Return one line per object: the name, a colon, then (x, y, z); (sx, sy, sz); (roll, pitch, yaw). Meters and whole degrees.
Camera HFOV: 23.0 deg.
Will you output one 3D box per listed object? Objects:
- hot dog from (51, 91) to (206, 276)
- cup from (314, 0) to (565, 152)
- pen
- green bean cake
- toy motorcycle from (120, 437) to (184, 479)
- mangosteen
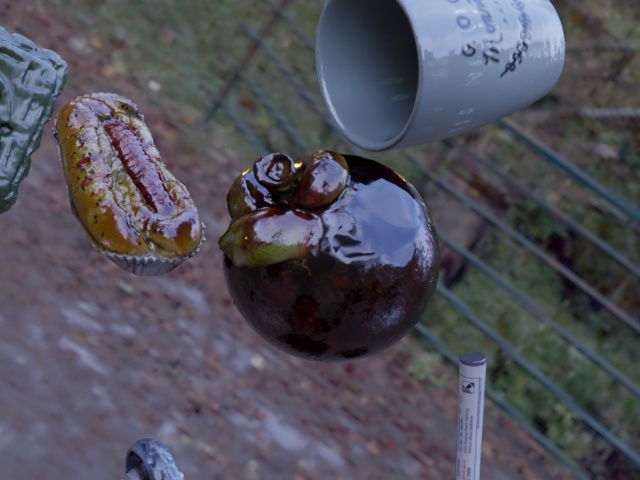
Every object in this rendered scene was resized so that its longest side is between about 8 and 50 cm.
hot dog: (-0.216, -0.066, 1.715); (0.131, 0.069, 0.252); (-11, 54, -27)
cup: (0.125, -0.238, 1.711); (0.234, 0.186, 0.258); (-13, 76, -35)
pen: (0.136, 0.196, 1.448); (0.025, 0.204, 0.025); (0, 24, 0)
green bean cake: (-0.362, -0.132, 1.542); (0.185, 0.183, 0.094); (27, -11, -21)
toy motorcycle: (-0.141, 0.339, 1.400); (0.108, 0.340, 0.223); (-11, 47, -24)
mangosteen: (0.000, 0.000, 1.594); (0.265, 0.228, 0.228); (53, 1, -42)
